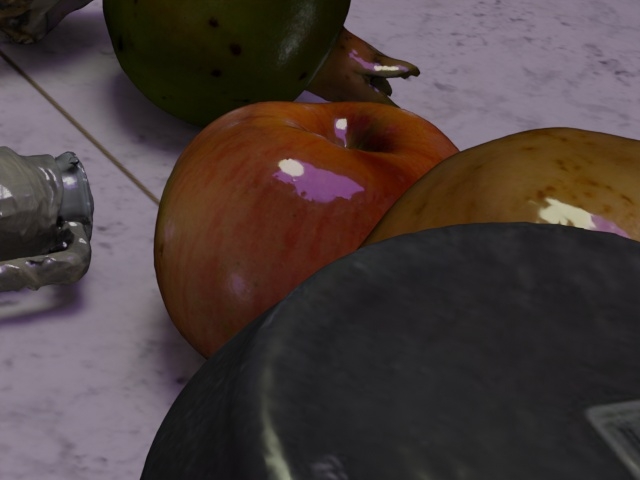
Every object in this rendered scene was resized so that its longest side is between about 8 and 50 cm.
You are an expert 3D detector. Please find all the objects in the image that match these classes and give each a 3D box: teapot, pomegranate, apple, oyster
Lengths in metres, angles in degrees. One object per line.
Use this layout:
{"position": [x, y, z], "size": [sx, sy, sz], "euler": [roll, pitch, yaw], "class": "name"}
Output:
{"position": [-0.235, -0.002, 0.947], "size": [0.200, 0.077, 0.107], "euler": [-10, 42, -28], "class": "teapot"}
{"position": [0.071, 0.181, 0.507], "size": [0.300, 0.344, 0.253], "euler": [-22, 46, -40], "class": "teapot"}
{"position": [0.117, 0.061, 0.757], "size": [0.248, 0.248, 0.248], "euler": [7, 33, -5], "class": "pomegranate"}
{"position": [-0.045, -0.169, 1.153], "size": [0.246, 0.198, 0.198], "euler": [32, 37, 13], "class": "pomegranate"}
{"position": [0.000, 0.000, 0.928], "size": [0.209, 0.164, 0.209], "euler": [9, 31, -5], "class": "apple"}
{"position": [-0.212, -0.216, 1.217], "size": [0.081, 0.163, 0.191], "euler": [51, 28, -7], "class": "oyster"}
